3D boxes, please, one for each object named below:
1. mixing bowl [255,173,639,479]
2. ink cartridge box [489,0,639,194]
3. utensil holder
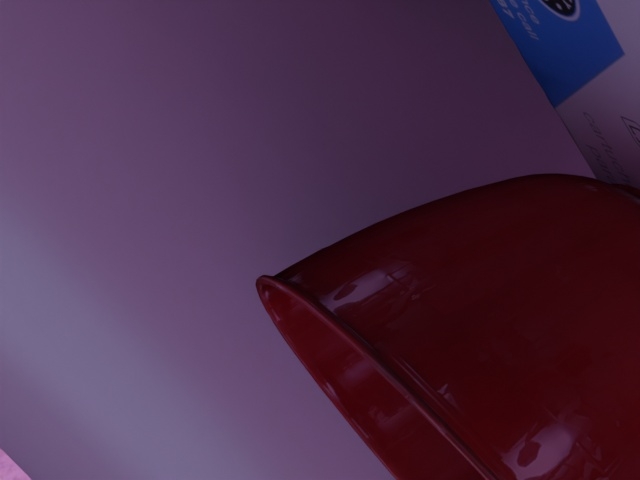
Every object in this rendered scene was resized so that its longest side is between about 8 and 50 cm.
[{"bbox_3d":[0.077,0.047,0.501,0.181,0.098,0.181,47,172,8],"label":"mixing bowl"},{"bbox_3d":[0.178,-0.040,0.392,0.223,0.129,0.307,55,168,-29],"label":"ink cartridge box"},{"bbox_3d":[0.000,0.000,0.737,0.385,0.327,0.327,47,169,-1],"label":"utensil holder"}]
